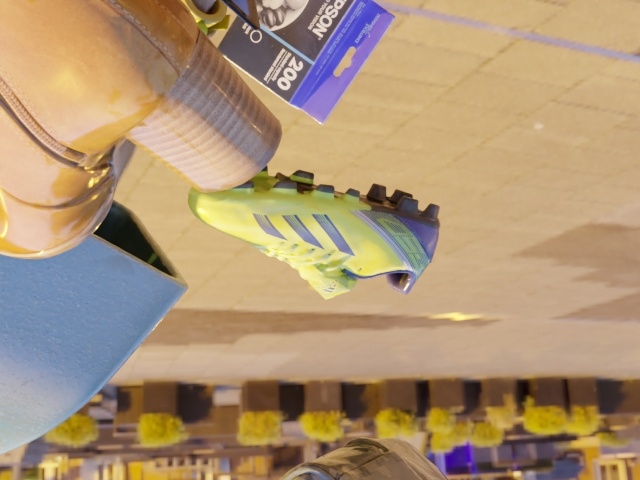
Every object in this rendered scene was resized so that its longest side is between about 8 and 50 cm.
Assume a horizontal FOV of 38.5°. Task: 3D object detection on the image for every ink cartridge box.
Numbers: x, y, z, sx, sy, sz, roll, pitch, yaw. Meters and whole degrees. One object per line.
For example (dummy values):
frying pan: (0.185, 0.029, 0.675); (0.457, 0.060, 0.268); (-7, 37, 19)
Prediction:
ink cartridge box: (-0.026, -0.320, 1.418); (0.208, 0.206, 0.045); (36, -166, 7)

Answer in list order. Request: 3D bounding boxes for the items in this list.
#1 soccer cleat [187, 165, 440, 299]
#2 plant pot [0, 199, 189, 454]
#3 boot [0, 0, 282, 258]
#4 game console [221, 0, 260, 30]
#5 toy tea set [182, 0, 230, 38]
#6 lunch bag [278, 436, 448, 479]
soccer cleat: (0.001, 0.000, 0.870); (0.289, 0.121, 0.093); (7, -166, -40)
plant pot: (-0.318, 0.052, 0.868); (0.247, 0.252, 0.248); (31, -176, -30)
boot: (-0.182, -0.091, 0.512); (0.295, 0.104, 0.211); (-11, 141, 41)
game console: (-0.079, -0.278, 0.855); (0.071, 0.107, 0.122); (38, -178, 41)
toy tea set: (-0.174, -0.444, 1.228); (0.200, 0.336, 0.124); (23, 149, -31)
lunch bag: (0.092, 0.311, 0.736); (0.213, 0.305, 0.256); (-57, 157, 19)
